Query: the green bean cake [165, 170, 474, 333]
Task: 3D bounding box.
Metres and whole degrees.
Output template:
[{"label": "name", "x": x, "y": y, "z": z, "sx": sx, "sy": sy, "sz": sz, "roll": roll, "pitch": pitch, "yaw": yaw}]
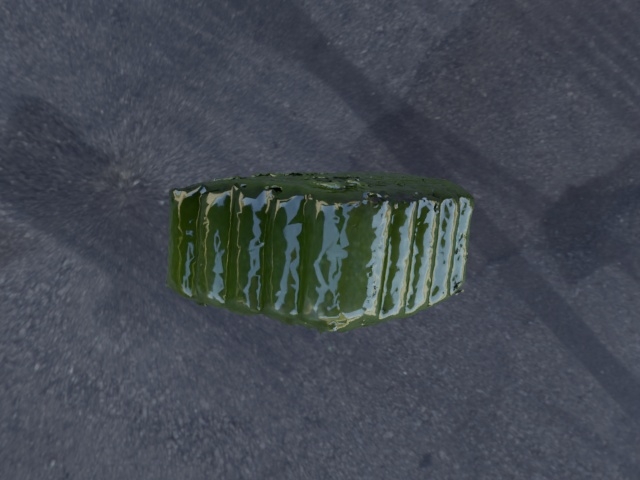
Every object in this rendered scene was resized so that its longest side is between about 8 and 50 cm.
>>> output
[{"label": "green bean cake", "x": 0.000, "y": 0.000, "z": 0.610, "sx": 0.200, "sy": 0.214, "sz": 0.113, "roll": -10, "pitch": 104, "yaw": -51}]
